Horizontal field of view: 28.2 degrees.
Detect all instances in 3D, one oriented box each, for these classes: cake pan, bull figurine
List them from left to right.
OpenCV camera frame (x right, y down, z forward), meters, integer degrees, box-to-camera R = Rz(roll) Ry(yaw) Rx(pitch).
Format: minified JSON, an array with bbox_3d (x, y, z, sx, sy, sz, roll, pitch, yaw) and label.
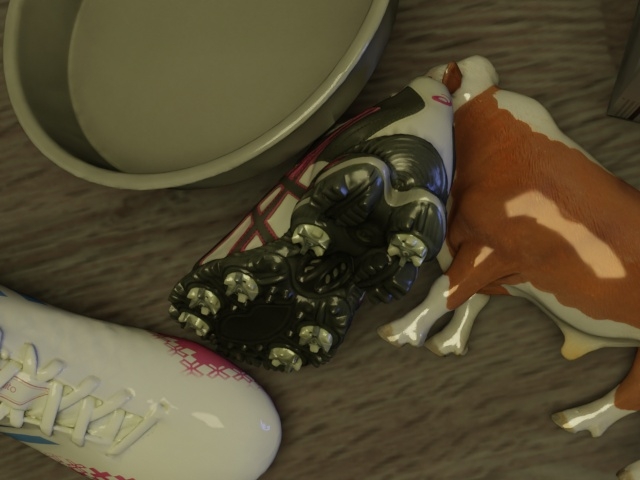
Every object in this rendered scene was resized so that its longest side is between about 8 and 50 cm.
[{"bbox_3d":[-0.074,-0.159,0.834,0.293,0.054,0.293,-10,65,22],"label":"cake pan"},{"bbox_3d":[0.152,0.016,0.833,0.310,0.101,0.188,32,98,9],"label":"bull figurine"}]

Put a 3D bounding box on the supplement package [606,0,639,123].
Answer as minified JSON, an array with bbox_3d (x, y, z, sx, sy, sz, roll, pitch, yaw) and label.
[{"bbox_3d":[0.286,-0.193,0.763,0.145,0.204,0.262,16,91,7],"label":"supplement package"}]

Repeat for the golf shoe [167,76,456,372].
[{"bbox_3d":[0.000,0.000,0.821,0.105,0.273,0.120,37,51,-16],"label":"golf shoe"}]

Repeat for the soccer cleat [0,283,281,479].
[{"bbox_3d":[-0.192,0.098,0.857,0.331,0.143,0.116,19,93,8],"label":"soccer cleat"}]
